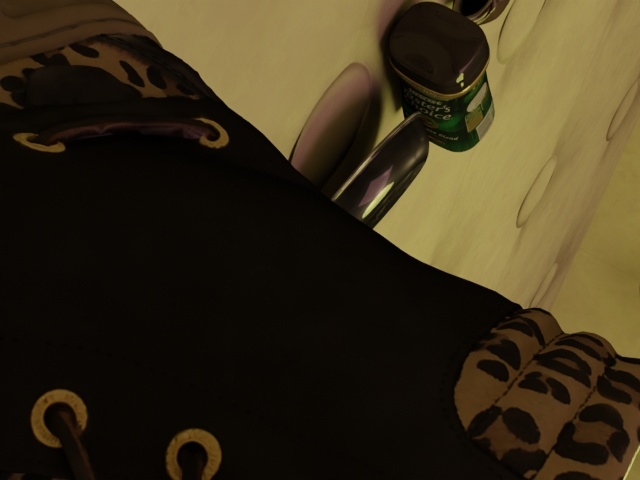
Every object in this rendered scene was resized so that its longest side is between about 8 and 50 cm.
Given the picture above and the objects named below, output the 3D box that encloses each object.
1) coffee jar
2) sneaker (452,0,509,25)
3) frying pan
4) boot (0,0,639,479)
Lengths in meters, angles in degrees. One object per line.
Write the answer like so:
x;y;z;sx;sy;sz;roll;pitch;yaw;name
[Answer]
0.124;-0.164;1.240;0.079;0.096;0.184;-54;161;-10;coffee jar
0.185;-0.299;1.245;0.071;0.066;0.188;-37;150;-49;sneaker
0.015;-0.020;1.184;0.197;0.053;0.326;-54;173;38;frying pan
-0.081;0.071;0.350;0.377;0.284;0.138;-40;155;-49;boot
